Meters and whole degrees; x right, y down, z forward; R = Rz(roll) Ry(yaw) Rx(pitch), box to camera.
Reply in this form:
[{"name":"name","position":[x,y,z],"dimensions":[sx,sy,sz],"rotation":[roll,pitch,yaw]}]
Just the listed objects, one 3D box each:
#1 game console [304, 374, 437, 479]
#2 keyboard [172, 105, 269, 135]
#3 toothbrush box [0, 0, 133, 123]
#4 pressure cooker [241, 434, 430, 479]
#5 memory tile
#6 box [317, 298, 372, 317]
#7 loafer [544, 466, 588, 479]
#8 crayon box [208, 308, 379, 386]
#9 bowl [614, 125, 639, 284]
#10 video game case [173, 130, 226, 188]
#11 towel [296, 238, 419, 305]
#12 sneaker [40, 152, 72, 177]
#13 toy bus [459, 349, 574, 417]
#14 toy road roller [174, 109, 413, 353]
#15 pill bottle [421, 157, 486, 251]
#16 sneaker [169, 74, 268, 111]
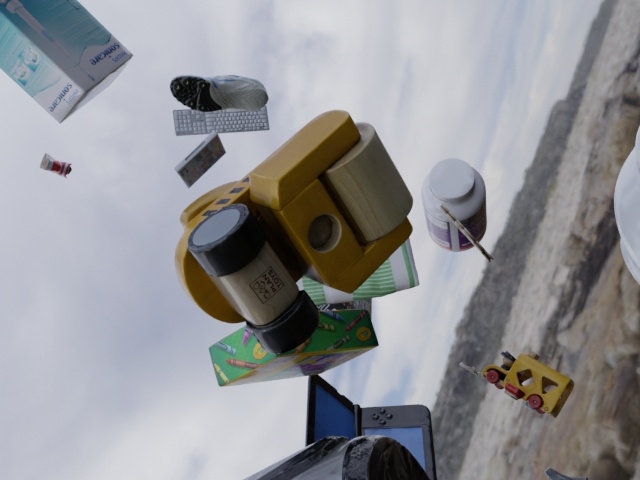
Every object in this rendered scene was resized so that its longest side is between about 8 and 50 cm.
[{"name":"game console","position":[0.105,0.418,1.594],"dimensions":[0.293,0.250,0.173],"rotation":[-88,-9,-48]},{"name":"keyboard","position":[-0.265,-0.322,2.109],"dimensions":[0.014,0.256,0.072],"rotation":[167,97,-73]},{"name":"toothbrush box","position":[-0.597,-0.437,1.727],"dimensions":[0.126,0.295,0.216],"rotation":[-38,15,36]},{"name":"pressure cooker","position":[-0.013,0.547,1.261],"dimensions":[0.370,0.420,0.375],"rotation":[54,-160,-22]},{"name":"memory tile","position":[0.316,-0.017,1.710],"dimensions":[0.012,0.148,0.113],"rotation":[-43,-55,8]},{"name":"box","position":[0.015,0.115,1.920],"dimensions":[0.076,0.242,0.307],"rotation":[-46,9,14]},{"name":"loafer","position":[0.602,0.574,1.823],"dimensions":[0.061,0.170,0.062],"rotation":[-51,-36,-10]},{"name":"crayon box","position":[-0.045,0.197,1.458],"dimensions":[0.278,0.165,0.081],"rotation":[3,-117,-48]},{"name":"bowl","position":[0.450,-0.003,0.916],"dimensions":[0.298,0.298,0.134],"rotation":[-55,0,-44]},{"name":"video game case","position":[-0.310,-0.208,2.040],"dimensions":[0.143,0.019,0.157],"rotation":[-45,-9,-7]},{"name":"towel","position":[0.000,0.000,1.415],"dimensions":[0.038,0.324,0.248],"rotation":[100,162,-62]},{"name":"sneaker","position":[-0.674,-0.191,2.007],"dimensions":[0.067,0.118,0.042],"rotation":[18,-82,-30]},{"name":"toy bus","position":[0.428,0.284,1.646],"dimensions":[0.104,0.202,0.191],"rotation":[-58,16,-4]},{"name":"toy road roller","position":[-0.058,-0.026,1.115],"dimensions":[0.329,0.240,0.202],"rotation":[-42,-60,-15]},{"name":"pill bottle","position":[0.386,-0.104,2.259],"dimensions":[0.323,0.181,0.182],"rotation":[64,-134,-63]},{"name":"sneaker","position":[-0.237,-0.345,1.815],"dimensions":[0.237,0.086,0.085],"rotation":[1,-57,-29]}]
